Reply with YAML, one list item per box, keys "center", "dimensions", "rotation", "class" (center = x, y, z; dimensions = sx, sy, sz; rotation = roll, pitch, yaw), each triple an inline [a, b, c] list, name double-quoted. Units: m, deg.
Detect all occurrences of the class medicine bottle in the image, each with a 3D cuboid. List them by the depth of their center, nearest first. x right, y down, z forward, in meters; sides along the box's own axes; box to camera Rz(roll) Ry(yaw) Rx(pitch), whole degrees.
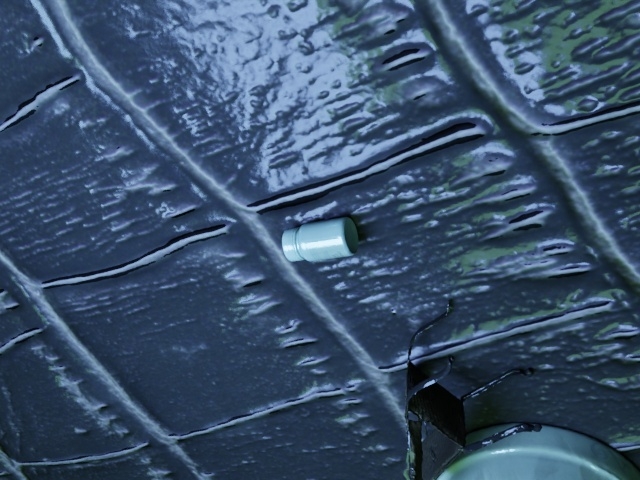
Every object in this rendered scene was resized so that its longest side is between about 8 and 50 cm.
- center: [0.000, 0.000, 0.929]
  dimensions: [0.083, 0.047, 0.047]
  rotation: [-9, 120, 25]
  class: "medicine bottle"

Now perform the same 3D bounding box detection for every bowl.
- center: [0.290, 0.403, 1.039]
  dimensions: [0.307, 0.163, 0.307]
  rotation: [8, 123, 12]
  class: "bowl"

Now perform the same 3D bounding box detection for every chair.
- center: [0.146, 0.211, 0.955]
  dimensions: [0.149, 0.174, 0.213]
  rotation: [35, 116, -10]
  class: "chair"
